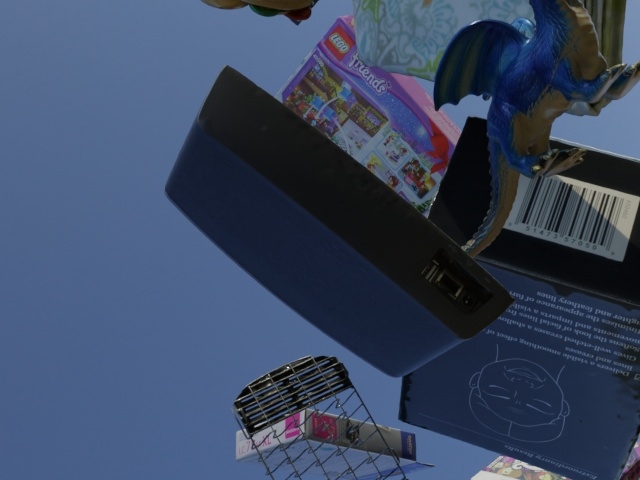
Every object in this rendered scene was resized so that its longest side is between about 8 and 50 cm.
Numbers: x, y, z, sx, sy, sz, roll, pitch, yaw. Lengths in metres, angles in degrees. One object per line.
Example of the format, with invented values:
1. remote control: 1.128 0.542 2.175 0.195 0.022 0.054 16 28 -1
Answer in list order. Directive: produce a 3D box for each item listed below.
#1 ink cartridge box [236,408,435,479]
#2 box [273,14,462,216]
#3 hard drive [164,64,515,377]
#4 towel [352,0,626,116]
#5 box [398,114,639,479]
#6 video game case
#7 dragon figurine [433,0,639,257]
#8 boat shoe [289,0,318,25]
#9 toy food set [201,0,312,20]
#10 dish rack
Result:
1. ink cartridge box: 0.030 0.362 1.794 0.311 0.185 0.065 22 -124 -37
2. box: 0.074 -0.157 1.523 0.293 0.201 0.057 50 -147 10
3. hard drive: 0.000 0.000 0.755 0.254 0.172 0.054 39 -117 -3
4. towel: 0.161 -0.316 1.092 0.090 0.374 0.321 -20 -61 -35
5. box: 0.270 0.087 1.252 0.395 0.293 0.212 90 -159 -51
6. video game case: 0.394 0.377 1.680 0.232 0.210 0.042 -24 -67 -44
7. dragon figurine: 0.147 -0.121 0.797 0.085 0.144 0.289 -18 -34 -48
8. boat shoe: 0.009 -0.346 1.392 0.040 0.142 0.049 51 -167 -13
9. toy food set: -0.044 -0.179 0.733 0.083 0.082 0.020 -78 5 -59
10. dish rack: -0.003 0.310 1.521 0.208 0.074 0.271 -21 -111 -26
